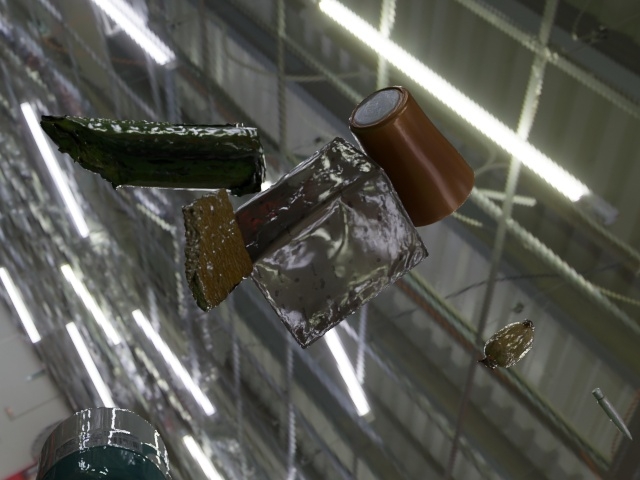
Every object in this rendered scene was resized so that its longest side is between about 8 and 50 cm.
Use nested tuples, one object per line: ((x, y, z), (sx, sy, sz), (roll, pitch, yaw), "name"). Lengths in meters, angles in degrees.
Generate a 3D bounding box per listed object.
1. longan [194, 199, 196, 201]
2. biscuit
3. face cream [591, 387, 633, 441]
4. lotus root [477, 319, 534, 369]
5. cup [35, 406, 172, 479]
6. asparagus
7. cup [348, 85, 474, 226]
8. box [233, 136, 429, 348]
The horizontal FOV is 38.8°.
((-0.247, -0.059, 1.977), (0.083, 0.075, 0.075), (46, -29, 17), "longan")
((-0.143, 0.008, 1.191), (0.237, 0.026, 0.131), (-49, 119, -76), "biscuit")
((0.550, 0.328, 1.702), (0.115, 0.020, 0.038), (54, 5, 7), "face cream")
((0.372, 0.212, 1.806), (0.073, 0.150, 0.062), (40, -30, 26), "lotus root")
((-0.381, 0.422, 1.456), (0.257, 0.290, 0.219), (-129, -151, -71), "cup")
((-0.283, -0.145, 1.541), (0.108, 0.382, 0.128), (-174, -93, -82), "asparagus")
((0.163, -0.171, 1.778), (0.264, 0.182, 0.226), (53, -6, -33), "cup")
((0.000, 0.000, 1.673), (0.225, 0.297, 0.190), (57, -8, -34), "box")
